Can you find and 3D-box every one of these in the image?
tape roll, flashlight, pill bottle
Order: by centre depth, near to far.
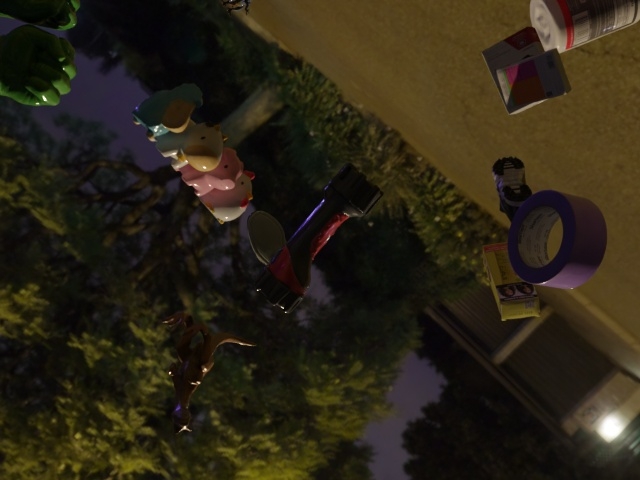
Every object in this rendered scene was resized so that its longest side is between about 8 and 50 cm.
[{"bbox_3d":[0.000,0.000,1.180,0.103,0.304,0.103,44,-175,28],"label":"flashlight"},{"bbox_3d":[0.465,-0.001,1.196,0.080,0.188,0.189,9,-161,-22],"label":"tape roll"},{"bbox_3d":[0.742,-0.633,1.601,0.176,0.319,0.176,-21,-90,-85],"label":"pill bottle"}]

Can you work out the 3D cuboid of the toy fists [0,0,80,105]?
[{"bbox_3d":[-0.517,-0.385,1.095,0.143,0.278,0.096,2,175,-17],"label":"toy fists"}]

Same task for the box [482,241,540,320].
[{"bbox_3d":[0.442,0.090,1.410,0.232,0.088,0.058,-82,-18,-58],"label":"box"}]

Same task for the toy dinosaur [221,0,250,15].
[{"bbox_3d":[-0.157,-0.487,1.206,0.090,0.082,0.047,-92,-23,-49],"label":"toy dinosaur"}]

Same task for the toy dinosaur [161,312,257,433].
[{"bbox_3d":[-0.147,0.140,0.732,0.211,0.064,0.112,-61,-32,-60],"label":"toy dinosaur"}]

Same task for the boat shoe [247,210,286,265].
[{"bbox_3d":[-0.153,0.024,1.855,0.091,0.114,0.302,37,156,53],"label":"boat shoe"}]

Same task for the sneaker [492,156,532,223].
[{"bbox_3d":[0.456,-0.116,1.442,0.234,0.078,0.106,-79,-19,-55],"label":"sneaker"}]

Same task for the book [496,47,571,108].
[{"bbox_3d":[0.460,-0.349,1.308,0.144,0.035,0.096,-3,117,55],"label":"book"}]

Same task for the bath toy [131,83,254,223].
[{"bbox_3d":[-0.219,-0.156,1.188,0.151,0.129,0.348,45,171,30],"label":"bath toy"}]

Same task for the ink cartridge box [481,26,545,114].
[{"bbox_3d":[0.498,-0.417,1.490,0.072,0.128,0.175,-25,-89,-57],"label":"ink cartridge box"}]
